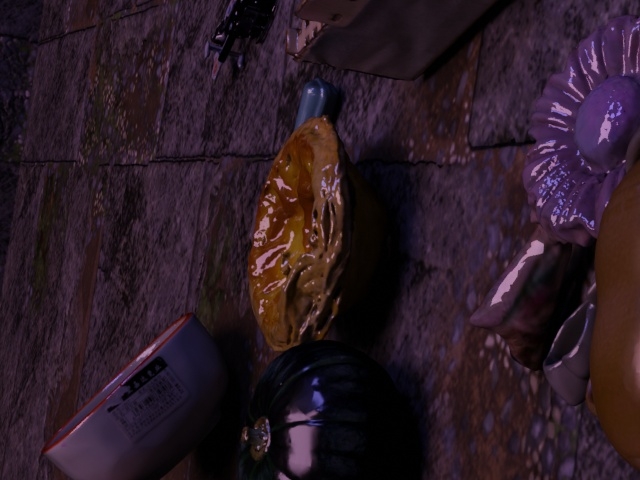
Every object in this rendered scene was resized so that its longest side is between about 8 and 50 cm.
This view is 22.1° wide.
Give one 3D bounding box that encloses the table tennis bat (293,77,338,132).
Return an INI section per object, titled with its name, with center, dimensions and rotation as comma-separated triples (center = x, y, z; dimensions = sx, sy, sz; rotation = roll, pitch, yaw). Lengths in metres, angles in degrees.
[table tennis bat]
center = -0.025, -0.062, 1.770
dimensions = 0.149, 0.038, 0.237
rotation = -118, 38, -57

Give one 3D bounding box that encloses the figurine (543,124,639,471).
[figurine]
center = 0.227, -0.002, 0.828
dimensions = 0.285, 0.167, 0.342
rotation = -59, -10, -28

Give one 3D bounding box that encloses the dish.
[dish]
center = -0.200, 0.205, 1.908
dimensions = 0.256, 0.117, 0.256
rotation = -42, 5, 4

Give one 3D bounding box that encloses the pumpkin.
[pumpkin]
center = -0.004, 0.187, 1.482
dimensions = 0.202, 0.140, 0.202
rotation = -169, 90, -67

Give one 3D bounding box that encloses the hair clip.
[hair clip]
center = 0.183, -0.028, 1.187
dimensions = 0.173, 0.069, 0.300
rotation = -111, 36, -51

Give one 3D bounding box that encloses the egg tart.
[egg tart]
center = 0.000, 0.000, 1.589
dimensions = 0.241, 0.106, 0.241
rotation = -171, 90, -71

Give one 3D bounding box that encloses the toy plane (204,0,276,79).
[toy plane]
center = -0.098, -0.270, 2.013
dimensions = 0.078, 0.053, 0.197
rotation = -92, 23, -45

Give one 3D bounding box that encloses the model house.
[model house]
center = 0.064, -0.288, 1.450
dimensions = 0.271, 0.178, 0.206
rotation = 137, 138, -62
